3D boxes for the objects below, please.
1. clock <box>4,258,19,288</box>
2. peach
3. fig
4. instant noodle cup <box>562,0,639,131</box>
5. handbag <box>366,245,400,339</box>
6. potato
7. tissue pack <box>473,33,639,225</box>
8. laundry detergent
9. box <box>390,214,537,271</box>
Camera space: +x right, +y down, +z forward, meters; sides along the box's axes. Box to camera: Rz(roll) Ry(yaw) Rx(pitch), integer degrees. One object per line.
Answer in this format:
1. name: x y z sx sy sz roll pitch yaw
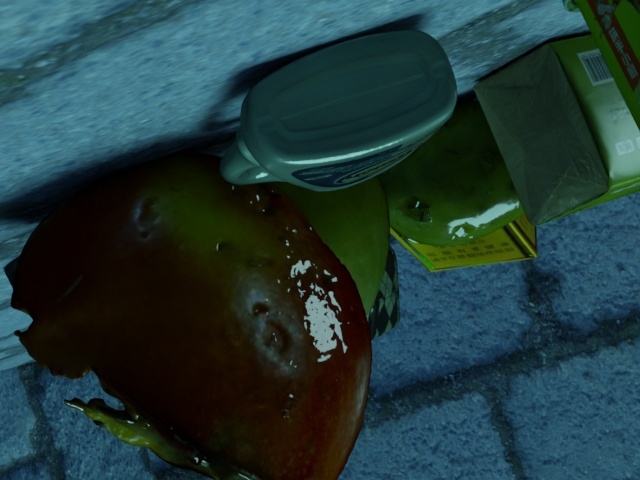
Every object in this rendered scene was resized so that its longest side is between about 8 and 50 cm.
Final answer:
1. clock: -0.298 0.022 1.690 0.280 0.055 0.280 -21 176 -1
2. peach: -0.123 0.114 1.293 0.353 0.417 0.339 -19 170 -3
3. fig: -0.007 -0.005 1.598 0.207 0.230 0.207 -7 -144 5
4. instant noodle cup: 0.397 -0.146 1.058 0.293 0.308 0.294 -21 176 -1
5. handbag: -0.111 0.097 1.811 0.316 0.180 0.416 7 -166 30
6. potato: 0.189 -0.089 1.650 0.253 0.186 0.148 -9 158 16
7. tissue pack: 0.368 -0.156 1.539 0.274 0.200 0.167 -17 173 -36
8. laundry detergent: 0.007 -0.105 1.161 0.214 0.105 0.280 -20 178 -12
9. box: 0.209 -0.049 1.924 0.192 0.084 0.301 -9 154 24
